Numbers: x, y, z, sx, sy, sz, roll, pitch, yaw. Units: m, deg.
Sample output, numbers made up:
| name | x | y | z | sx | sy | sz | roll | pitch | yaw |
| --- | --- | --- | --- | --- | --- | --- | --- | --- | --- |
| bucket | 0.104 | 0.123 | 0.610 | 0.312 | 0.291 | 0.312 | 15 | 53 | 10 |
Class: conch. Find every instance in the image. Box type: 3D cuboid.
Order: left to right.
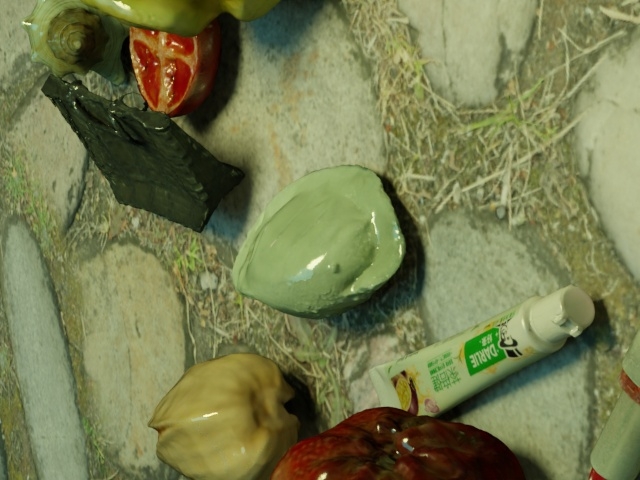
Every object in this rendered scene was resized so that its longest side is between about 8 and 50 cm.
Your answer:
| name | x | y | z | sx | sy | sz | roll | pitch | yaw |
| --- | --- | --- | --- | --- | --- | --- | --- | --- | --- |
| conch | -0.278 | -0.253 | 1.903 | 0.137 | 0.234 | 0.114 | 44 | 107 | 1 |

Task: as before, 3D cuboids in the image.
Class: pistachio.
| name | x | y | z | sx | sy | sz | roll | pitch | yaw |
| --- | --- | --- | --- | --- | --- | --- | --- | --- | --- |
| pistachio | -0.108 | 0.201 | 1.701 | 0.229 | 0.157 | 0.157 | -28 | 72 | 63 |

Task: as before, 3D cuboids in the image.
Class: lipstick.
| name | x | y | z | sx | sy | sz | roll | pitch | yaw |
| --- | --- | --- | --- | --- | --- | --- | --- | --- | --- |
| lipstick | 0.261 | 0.151 | 1.300 | 0.057 | 0.063 | 0.186 | 50 | 137 | 38 |

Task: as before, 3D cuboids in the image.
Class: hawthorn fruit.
| name | x | y | z | sx | sy | sz | roll | pitch | yaw |
| --- | --- | --- | --- | --- | --- | --- | --- | --- | --- |
| hawthorn fruit | 0.073 | 0.303 | 1.439 | 0.254 | 0.254 | 0.300 | 33 | 142 | 45 |

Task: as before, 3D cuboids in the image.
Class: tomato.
| name | x | y | z | sx | sy | sz | roll | pitch | yaw |
| --- | --- | --- | --- | --- | --- | --- | --- | --- | --- |
| tomato | -0.150 | -0.219 | 1.769 | 0.156 | 0.069 | 0.155 | 14 | 107 | 54 |

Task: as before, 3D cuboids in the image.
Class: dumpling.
| name | x | y | z | sx | sy | sz | roll | pitch | yaw |
| --- | --- | --- | --- | --- | --- | --- | --- | --- | --- |
| dumpling | 0.005 | 0.013 | 1.589 | 0.219 | 0.152 | 0.108 | 0 | 138 | 38 |

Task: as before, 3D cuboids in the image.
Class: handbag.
| name | x | y | z | sx | sy | sz | roll | pitch | yaw |
| --- | --- | --- | --- | --- | --- | --- | --- | --- | --- |
| handbag | -0.202 | -0.107 | 1.763 | 0.270 | 0.175 | 0.088 | 20 | 66 | 49 |

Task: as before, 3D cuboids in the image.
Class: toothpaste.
| name | x | y | z | sx | sy | sz | roll | pitch | yaw |
| --- | --- | --- | --- | --- | --- | --- | --- | --- | --- |
| toothpaste | 0.140 | 0.110 | 1.457 | 0.314 | 0.056 | 0.058 | -36 | 26 | 52 |

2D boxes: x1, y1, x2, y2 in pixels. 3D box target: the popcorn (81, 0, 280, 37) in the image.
| name | x | y | z | sx | sy | sz | roll | pitch | yaw |
| --- | --- | --- | --- | --- | --- | --- | --- | --- | --- |
| popcorn | -0.171 | -0.365 | 1.595 | 0.334 | 0.292 | 0.293 | 22 | 100 | 36 |
